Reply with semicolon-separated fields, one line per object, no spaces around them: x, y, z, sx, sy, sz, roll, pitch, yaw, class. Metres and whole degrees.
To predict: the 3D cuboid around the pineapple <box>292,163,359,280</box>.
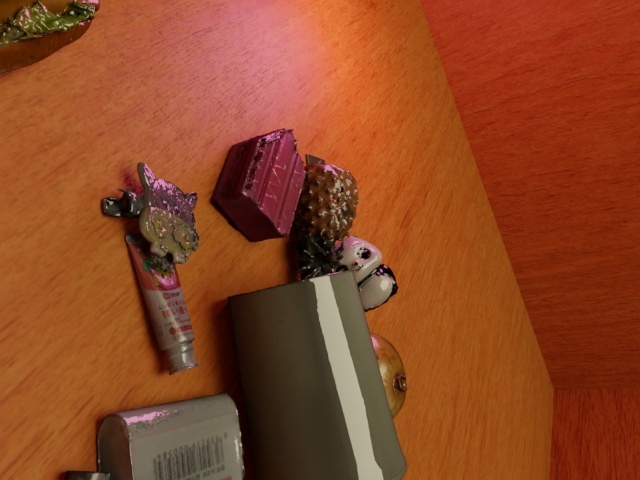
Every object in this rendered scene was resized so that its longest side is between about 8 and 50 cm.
0.000;0.000;1.281;0.169;0.169;0.341;27;64;-52;pineapple

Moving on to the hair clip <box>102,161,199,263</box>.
-0.265;-0.040;0.932;0.187;0.056;0.146;22;55;-51;hair clip

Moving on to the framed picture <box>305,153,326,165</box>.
-0.009;-0.184;1.449;0.089;0.006;0.066;5;76;-58;framed picture

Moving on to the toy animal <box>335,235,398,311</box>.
0.085;0.086;1.386;0.166;0.138;0.179;-36;108;-11;toy animal

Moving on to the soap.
-0.111;-0.132;1.177;0.162;0.099;0.250;49;42;-39;soap

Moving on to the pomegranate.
0.101;0.310;1.271;0.215;0.215;0.216;26;59;-53;pomegranate

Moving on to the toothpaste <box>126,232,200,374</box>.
-0.255;0.099;0.923;0.089;0.057;0.234;-4;73;-60;toothpaste

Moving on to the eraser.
-0.221;0.334;0.864;0.226;0.081;0.174;10;68;-56;eraser

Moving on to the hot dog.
-0.414;-0.298;0.739;0.135;0.100;0.337;64;35;-21;hot dog

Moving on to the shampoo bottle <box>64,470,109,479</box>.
-0.316;0.402;0.711;0.063;0.057;0.208;43;47;-54;shampoo bottle

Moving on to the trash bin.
-0.011;0.288;1.040;0.280;0.280;0.433;-4;81;-59;trash bin
